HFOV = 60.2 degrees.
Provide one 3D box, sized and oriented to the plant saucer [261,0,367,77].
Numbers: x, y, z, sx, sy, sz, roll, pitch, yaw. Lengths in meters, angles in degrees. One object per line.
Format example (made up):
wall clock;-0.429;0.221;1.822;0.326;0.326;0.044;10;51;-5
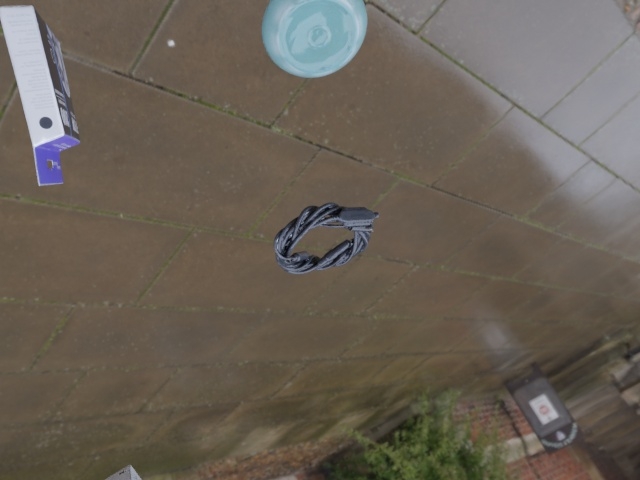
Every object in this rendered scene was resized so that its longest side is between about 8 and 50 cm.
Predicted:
plant saucer;-0.004;-0.228;0.606;0.120;0.021;0.119;-8;138;-8

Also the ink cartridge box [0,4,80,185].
ink cartridge box;-0.361;-0.179;0.738;0.045;0.208;0.206;-10;-170;-16

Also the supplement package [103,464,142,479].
supplement package;-0.304;0.521;0.897;0.134;0.139;0.244;-30;112;-14

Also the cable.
cable;0.000;0.000;0.874;0.185;0.047;0.150;-7;148;-35
